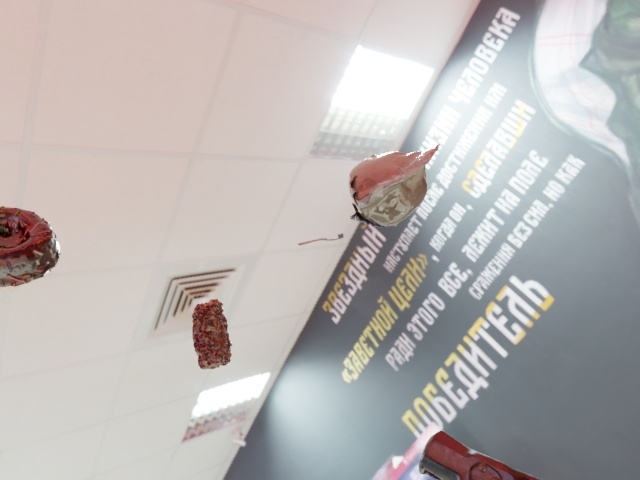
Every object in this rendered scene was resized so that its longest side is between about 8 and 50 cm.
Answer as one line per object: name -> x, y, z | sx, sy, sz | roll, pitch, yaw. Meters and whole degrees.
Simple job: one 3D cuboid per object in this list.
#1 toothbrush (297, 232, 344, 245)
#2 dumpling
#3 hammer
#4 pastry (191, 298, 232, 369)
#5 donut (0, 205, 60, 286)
toothbrush -> 0.000, 0.000, 1.234 | 0.132, 0.013, 0.011 | -11, 6, 27
dumpling -> 0.167, -0.113, 1.085 | 0.205, 0.163, 0.293 | -7, 10, 15
hammer -> 0.382, 0.504, 1.041 | 0.409, 0.243, 0.095 | 38, -108, -51
pastry -> -0.329, 0.281, 1.484 | 0.097, 0.208, 0.115 | -9, 5, 6
donut -> -0.732, 0.007, 1.169 | 0.216, 0.230, 0.095 | 1, -51, -25
